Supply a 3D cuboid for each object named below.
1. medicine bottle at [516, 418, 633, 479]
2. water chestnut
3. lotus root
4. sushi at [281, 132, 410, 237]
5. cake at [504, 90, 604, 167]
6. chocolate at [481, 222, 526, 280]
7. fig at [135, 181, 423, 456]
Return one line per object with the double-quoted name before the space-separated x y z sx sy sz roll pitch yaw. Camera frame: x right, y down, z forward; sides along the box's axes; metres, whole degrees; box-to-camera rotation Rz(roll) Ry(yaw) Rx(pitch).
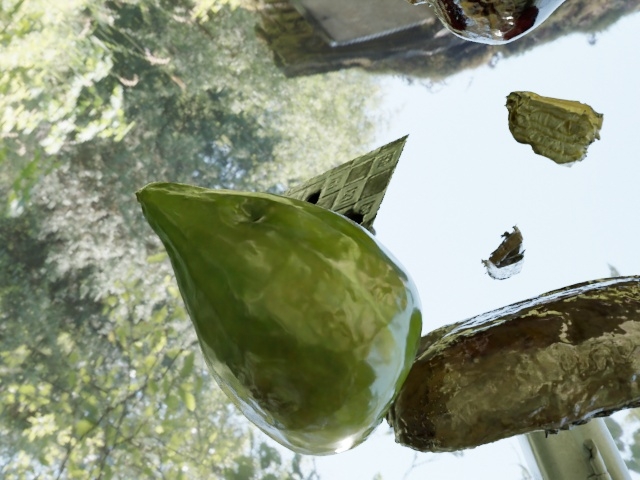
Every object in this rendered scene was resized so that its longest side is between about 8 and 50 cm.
"medicine bottle" 0.396 0.388 0.920 0.123 0.282 0.375 -25 -105 7
"water chestnut" 0.202 -0.344 0.704 0.238 0.224 0.223 -42 -149 8
"lotus root" 0.205 0.081 0.546 0.330 0.078 0.167 -18 -160 -8
"sushi" 0.000 0.000 1.114 0.343 0.064 0.359 -20 -145 43
"cake" 0.313 -0.138 0.789 0.185 0.116 0.079 -138 -125 -62
"chocolate" 0.401 0.041 1.343 0.102 0.329 0.065 -40 -108 7
"fig" -0.015 0.039 0.456 0.167 0.233 0.167 -24 -172 4
